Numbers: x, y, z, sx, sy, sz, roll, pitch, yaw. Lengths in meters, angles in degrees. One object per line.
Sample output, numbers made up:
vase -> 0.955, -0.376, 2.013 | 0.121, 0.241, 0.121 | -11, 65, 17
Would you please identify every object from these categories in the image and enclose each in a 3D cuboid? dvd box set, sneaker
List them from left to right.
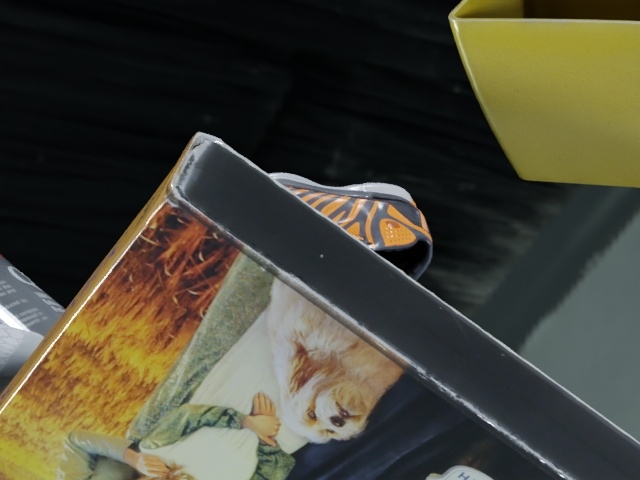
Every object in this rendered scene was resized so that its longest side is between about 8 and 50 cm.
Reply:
dvd box set -> -0.052, 0.177, 0.882 | 0.420, 0.307, 0.062 | -48, 10, 35
sneaker -> 0.000, 0.000, 2.238 | 0.180, 0.321, 0.125 | -115, 23, -57

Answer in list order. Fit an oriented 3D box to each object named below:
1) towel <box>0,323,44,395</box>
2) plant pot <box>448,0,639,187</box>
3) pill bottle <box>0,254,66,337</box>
towel -> -0.368, 0.067, 1.241 | 0.332, 0.317, 0.053 | -95, 30, -79
plant pot -> 0.269, -0.167, 1.605 | 0.212, 0.212, 0.187 | 4, 122, 28
pill bottle -> -0.357, 0.108, 1.609 | 0.363, 0.210, 0.210 | 38, 119, 21
